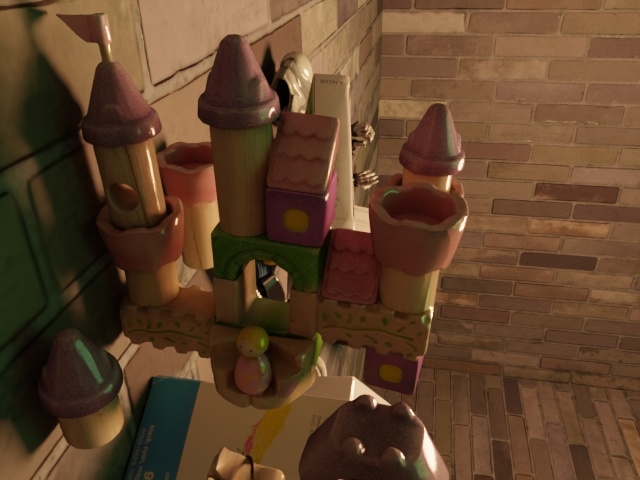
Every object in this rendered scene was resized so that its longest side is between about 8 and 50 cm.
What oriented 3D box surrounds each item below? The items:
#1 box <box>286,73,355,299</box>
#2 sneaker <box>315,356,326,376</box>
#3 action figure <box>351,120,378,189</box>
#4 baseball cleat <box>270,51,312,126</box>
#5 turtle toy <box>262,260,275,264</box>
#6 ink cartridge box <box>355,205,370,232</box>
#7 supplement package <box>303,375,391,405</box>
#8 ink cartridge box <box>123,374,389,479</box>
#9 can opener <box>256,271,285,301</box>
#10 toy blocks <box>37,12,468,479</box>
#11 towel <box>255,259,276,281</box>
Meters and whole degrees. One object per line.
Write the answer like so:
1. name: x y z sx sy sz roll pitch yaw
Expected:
1. box: -0.009 -0.061 0.852 0.322 0.058 0.232 115 -24 -66
2. sneaker: -0.023 0.366 1.208 0.095 0.090 0.235 93 5 -76
3. action figure: 0.065 -0.187 1.302 0.275 0.141 0.164 -69 150 -53
4. baseball cleat: -0.049 -0.201 0.904 0.109 0.072 0.206 -61 156 -30
5. turtle toy: -0.071 -0.024 0.770 0.130 0.066 0.095 32 54 -55
6. ink cartridge box: 0.077 0.072 1.449 0.198 0.115 0.273 100 2 -48
7. supplement package: 0.031 0.366 0.991 0.293 0.177 0.175 48 44 -49
8. ink cartridge box: -0.051 0.250 0.556 0.171 0.233 0.168 76 21 -59
9. can opener: -0.102 0.044 0.706 0.073 0.059 0.186 -51 144 -23
10. toy blocks: -0.040 -0.008 0.388 0.309 0.289 0.260 -66 162 -55
11. towel: -0.084 0.027 0.860 0.119 0.029 0.067 -69 162 -58
